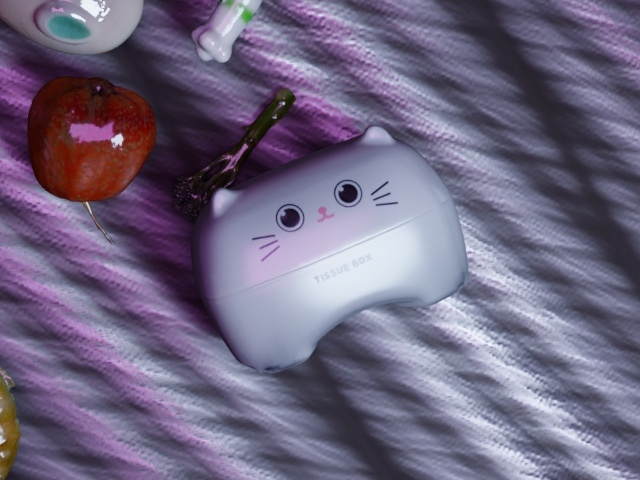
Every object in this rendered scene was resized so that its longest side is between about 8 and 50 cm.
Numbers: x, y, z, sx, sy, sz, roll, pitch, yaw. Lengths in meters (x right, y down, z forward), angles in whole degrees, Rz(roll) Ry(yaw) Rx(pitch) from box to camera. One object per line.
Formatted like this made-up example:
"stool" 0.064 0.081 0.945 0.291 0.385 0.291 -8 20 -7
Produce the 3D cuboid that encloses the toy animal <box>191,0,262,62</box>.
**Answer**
"toy animal" -0.044 -0.400 1.775 0.363 0.180 0.181 -39 91 18

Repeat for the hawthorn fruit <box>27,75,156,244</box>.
"hawthorn fruit" -0.298 -0.103 1.768 0.162 0.162 0.203 14 109 -9

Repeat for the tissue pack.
"tissue pack" 0.000 0.000 1.760 0.333 0.229 0.236 -23 100 -9

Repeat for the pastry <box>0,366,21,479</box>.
"pastry" -0.502 0.243 1.764 0.257 0.121 0.236 -31 101 -7

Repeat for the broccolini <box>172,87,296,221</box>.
"broccolini" -0.117 -0.119 1.838 0.216 0.058 0.067 -54 140 -9

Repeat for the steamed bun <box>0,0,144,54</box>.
"steamed bun" -0.327 -0.332 1.745 0.228 0.131 0.177 40 85 -7
